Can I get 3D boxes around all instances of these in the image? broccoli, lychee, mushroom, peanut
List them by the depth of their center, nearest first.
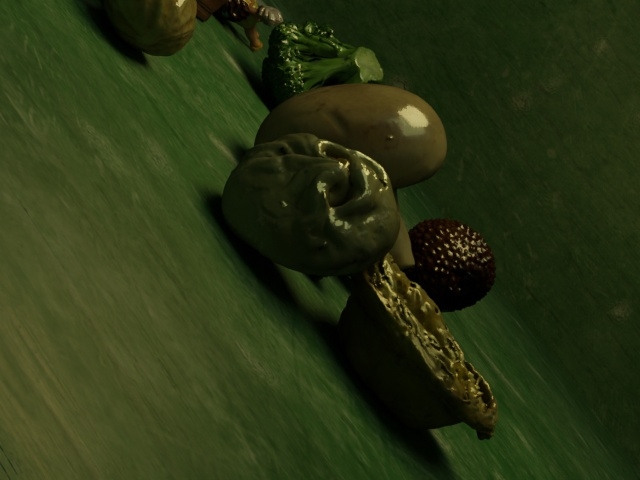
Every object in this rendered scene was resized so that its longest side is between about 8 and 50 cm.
[{"bbox_3d":[-0.232,-0.333,1.758,0.298,0.120,0.136,-100,174,-71],"label":"peanut"},{"bbox_3d":[0.046,-0.087,1.878,0.292,0.292,0.290,-85,168,-76],"label":"mushroom"},{"bbox_3d":[0.231,0.042,2.305,0.188,0.188,0.188,49,10,-12],"label":"lychee"},{"bbox_3d":[0.001,-0.315,2.448,0.269,0.241,0.262,-24,95,-50],"label":"broccoli"}]

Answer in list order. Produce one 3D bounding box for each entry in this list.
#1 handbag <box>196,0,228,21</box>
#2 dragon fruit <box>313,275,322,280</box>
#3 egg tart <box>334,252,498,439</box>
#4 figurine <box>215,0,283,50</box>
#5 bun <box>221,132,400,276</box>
[{"bbox_3d":[-0.263,-0.519,2.406,0.193,0.072,0.151,54,10,24],"label":"handbag"},{"bbox_3d":[0.000,0.000,1.715,0.147,0.096,0.102,14,13,-19],"label":"dragon fruit"},{"bbox_3d":[0.116,0.145,1.593,0.288,0.118,0.288,49,8,-10],"label":"egg tart"},{"bbox_3d":[-0.170,-0.508,2.646,0.240,0.115,0.175,48,11,-50],"label":"figurine"},{"bbox_3d":[-0.007,-0.055,1.515,0.231,0.133,0.231,14,29,-8],"label":"bun"}]
